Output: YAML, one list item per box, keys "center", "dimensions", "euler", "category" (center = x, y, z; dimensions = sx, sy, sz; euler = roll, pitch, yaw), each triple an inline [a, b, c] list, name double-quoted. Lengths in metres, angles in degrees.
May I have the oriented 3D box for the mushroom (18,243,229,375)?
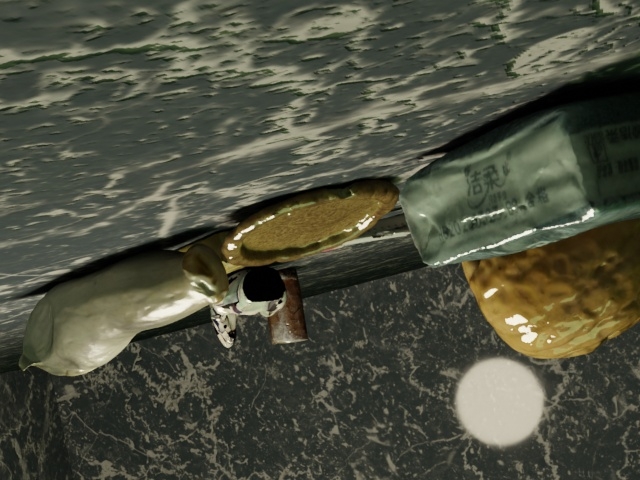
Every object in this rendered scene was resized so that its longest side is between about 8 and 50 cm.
- center: [-0.234, 0.078, 1.068]
  dimensions: [0.109, 0.097, 0.351]
  euler: [31, 143, -31]
  category: "mushroom"

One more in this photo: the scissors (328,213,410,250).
- center: [0.000, 0.000, 1.215]
  dimensions: [0.242, 0.030, 0.118]
  euler: [-11, 175, -8]
  category: "scissors"

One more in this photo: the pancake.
- center: [-0.009, -0.016, 0.955]
  dimensions: [0.199, 0.021, 0.199]
  euler: [-18, 166, -5]
  category: "pancake"

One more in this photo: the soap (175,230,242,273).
- center: [-0.144, 0.029, 1.120]
  dimensions: [0.092, 0.037, 0.252]
  euler: [-9, 172, -39]
  category: "soap"

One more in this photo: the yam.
- center: [-0.070, 0.124, 1.786]
  dimensions: [0.079, 0.141, 0.079]
  euler: [-10, 171, -2]
  category: "yam"

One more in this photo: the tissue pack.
- center: [0.261, -0.064, 0.830]
  dimensions: [0.316, 0.103, 0.228]
  euler: [-12, 173, -29]
  category: "tissue pack"

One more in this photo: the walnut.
- center: [0.291, 0.010, 1.099]
  dimensions: [0.257, 0.257, 0.224]
  euler: [-15, -160, 6]
  category: "walnut"

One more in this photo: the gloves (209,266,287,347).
- center: [-0.134, 0.106, 1.620]
  dimensions: [0.127, 0.111, 0.212]
  euler: [-39, -174, -32]
  category: "gloves"
